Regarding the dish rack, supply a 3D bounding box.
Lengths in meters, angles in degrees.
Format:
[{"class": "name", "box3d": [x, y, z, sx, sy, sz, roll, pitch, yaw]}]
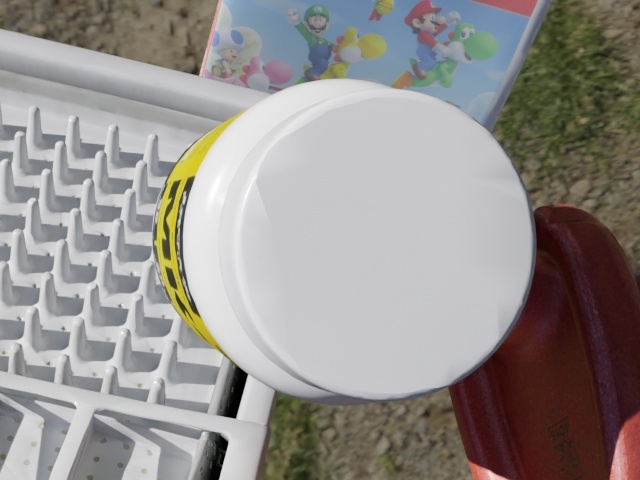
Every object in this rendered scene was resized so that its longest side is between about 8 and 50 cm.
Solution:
[{"class": "dish rack", "box3d": [-0.154, 0.025, 0.671, 0.285, 0.333, 0.072, 13, 137, 1]}]

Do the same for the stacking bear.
[{"class": "stacking bear", "box3d": [0.223, 0.064, 0.536, 0.175, 0.289, 0.164, 117, 143, -67]}]

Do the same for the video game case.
[{"class": "video game case", "box3d": [0.019, -0.097, 0.855, 0.204, 0.025, 0.285, 13, 130, -8]}]

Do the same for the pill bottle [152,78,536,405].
[{"class": "pill bottle", "box3d": [0.000, 0.000, 0.488, 0.208, 0.119, 0.119, -179, 75, -78]}]
